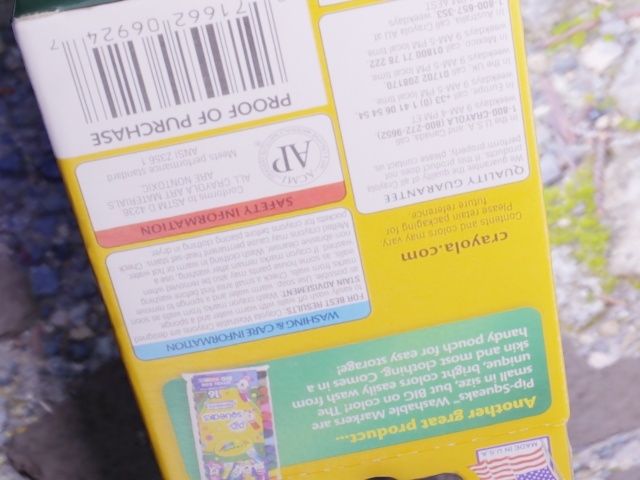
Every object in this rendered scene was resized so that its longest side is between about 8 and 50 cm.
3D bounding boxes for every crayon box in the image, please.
[{"bbox_3d":[0.000,0.000,0.764,0.203,0.083,0.323,-12,124,1],"label":"crayon box"}]
